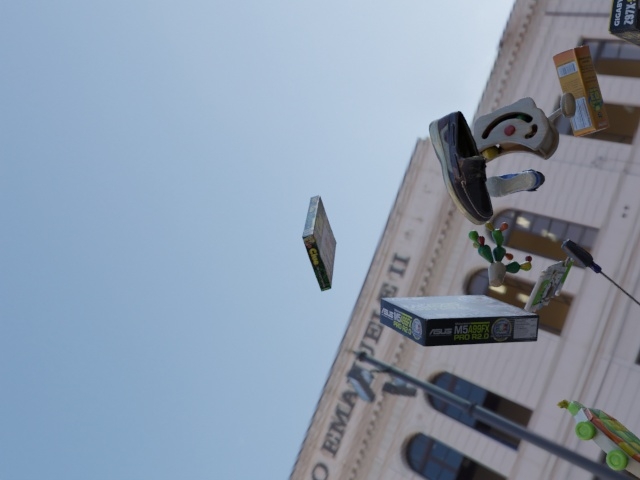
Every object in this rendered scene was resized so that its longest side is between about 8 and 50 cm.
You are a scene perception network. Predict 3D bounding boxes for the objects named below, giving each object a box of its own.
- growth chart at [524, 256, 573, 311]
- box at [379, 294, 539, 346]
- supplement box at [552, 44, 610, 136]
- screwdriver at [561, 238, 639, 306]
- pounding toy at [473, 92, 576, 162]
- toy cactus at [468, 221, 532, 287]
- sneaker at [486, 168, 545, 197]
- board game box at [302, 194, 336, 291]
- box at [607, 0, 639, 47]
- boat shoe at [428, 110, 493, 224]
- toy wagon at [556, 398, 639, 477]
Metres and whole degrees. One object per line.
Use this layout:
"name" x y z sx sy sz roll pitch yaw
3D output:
"growth chart" 0.671 0.133 2.156 0.237 0.021 0.172 -17 -52 -46
"box" 0.292 0.168 1.572 0.270 0.216 0.060 0 -82 -19
"supplement box" 0.712 -0.406 2.000 0.078 0.080 0.233 -19 -84 -35
"screwdriver" 0.446 0.058 1.142 0.024 0.170 0.025 -50 -5 11
"pounding toy" 0.537 -0.262 1.889 0.155 0.269 0.154 27 -128 -47
"toy cactus" 0.513 0.051 2.073 0.219 0.112 0.180 35 -131 -21
"sneaker" 0.483 -0.142 1.823 0.085 0.152 0.058 -7 -94 -42
"board game box" 0.000 0.000 1.677 0.030 0.259 0.136 -18 -69 11
"box" 0.842 -0.605 1.815 0.322 0.079 0.257 4 -88 -39
"boat shoe" 0.351 -0.178 1.763 0.103 0.092 0.285 -7 -107 -41
"toy wagon" 0.861 0.583 2.200 0.267 0.344 0.068 18 -70 -46
